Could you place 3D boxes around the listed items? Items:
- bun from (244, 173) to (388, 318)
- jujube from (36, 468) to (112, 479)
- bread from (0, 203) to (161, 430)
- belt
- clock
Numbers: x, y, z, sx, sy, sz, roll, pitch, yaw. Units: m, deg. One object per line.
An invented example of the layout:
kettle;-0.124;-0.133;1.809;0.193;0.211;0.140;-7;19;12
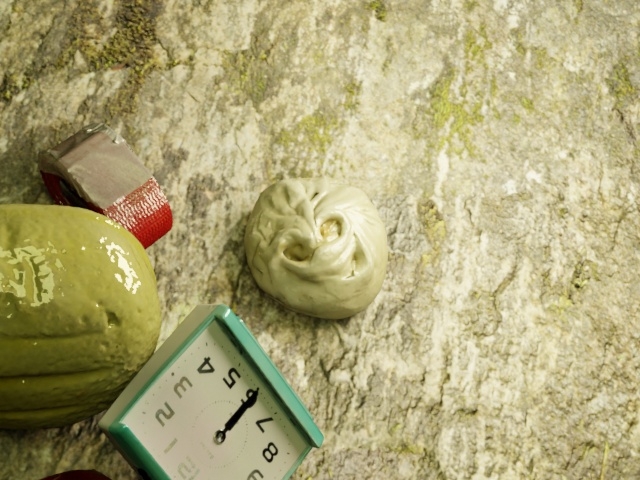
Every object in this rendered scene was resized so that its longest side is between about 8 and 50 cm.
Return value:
bun;0.000;0.000;2.098;0.231;0.133;0.231;6;65;-12
jujube;-0.358;0.417;1.755;0.223;0.223;0.318;45;54;10
bread;-0.365;0.100;1.849;0.320;0.320;0.237;-1;60;-16
belt;-0.298;-0.073;2.053;0.124;0.128;0.201;-36;81;-28
clock;-0.150;0.246;1.900;0.231;0.116;0.262;-49;121;-25
